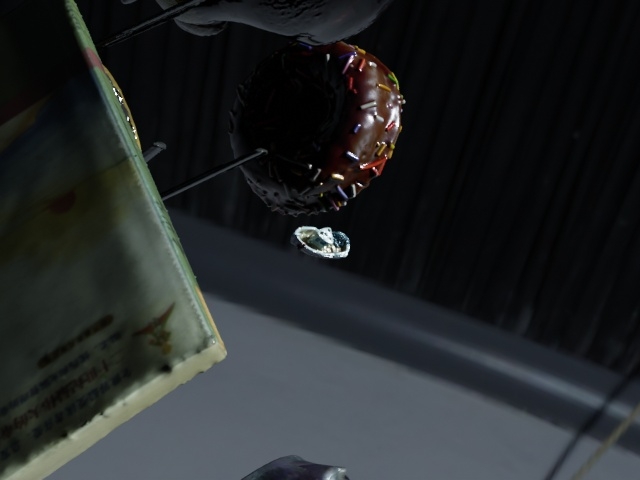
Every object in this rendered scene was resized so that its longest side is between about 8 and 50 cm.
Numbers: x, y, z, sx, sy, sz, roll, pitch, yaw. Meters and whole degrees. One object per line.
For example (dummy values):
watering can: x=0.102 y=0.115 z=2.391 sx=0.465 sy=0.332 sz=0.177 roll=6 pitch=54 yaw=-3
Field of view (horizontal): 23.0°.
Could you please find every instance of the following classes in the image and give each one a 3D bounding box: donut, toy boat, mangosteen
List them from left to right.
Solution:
mangosteen: x=-0.055 y=-0.296 z=1.442 sx=0.287 sy=0.233 sz=0.288 roll=2 pitch=49 yaw=-2
donut: x=-0.012 y=-0.148 z=1.946 sx=0.235 sy=0.089 sz=0.235 roll=-10 pitch=65 yaw=24
toy boat: x=0.000 y=0.000 z=1.790 sx=0.083 sy=0.038 sz=0.038 roll=10 pitch=38 yaw=-37

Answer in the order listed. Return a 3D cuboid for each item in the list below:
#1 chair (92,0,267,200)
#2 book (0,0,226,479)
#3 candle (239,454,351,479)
chair: x=-0.187 y=-0.091 z=1.278 sx=0.172 sy=0.247 sz=0.159 roll=3 pitch=65 yaw=-56
book: x=-0.167 y=0.008 z=0.744 sx=0.201 sy=0.026 sz=0.289 roll=-34 pitch=45 yaw=5
candle: x=0.024 y=0.356 z=1.242 sx=0.221 sy=0.221 sz=0.342 roll=-25 pitch=65 yaw=-35
